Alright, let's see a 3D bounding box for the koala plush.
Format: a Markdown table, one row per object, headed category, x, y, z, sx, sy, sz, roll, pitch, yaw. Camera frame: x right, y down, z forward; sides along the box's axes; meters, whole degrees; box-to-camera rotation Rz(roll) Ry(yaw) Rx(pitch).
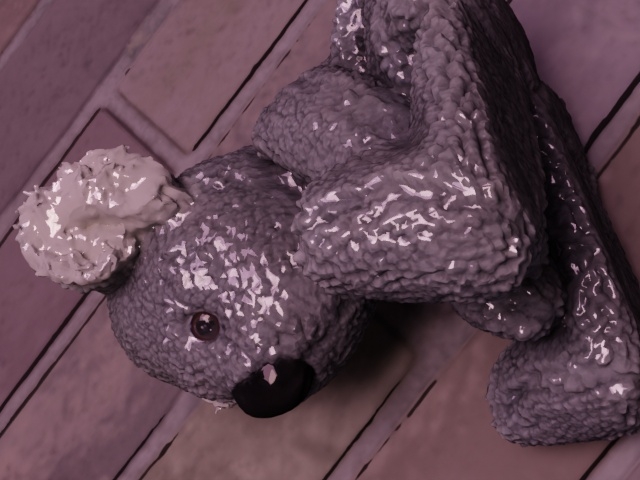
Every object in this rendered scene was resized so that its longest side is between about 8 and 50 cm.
| category | x | y | z | sx | sy | sz | roll | pitch | yaw |
| --- | --- | --- | --- | --- | --- | --- | --- | --- | --- |
| koala plush | 0.000 | 0.000 | 0.497 | 0.221 | 0.196 | 0.203 | -26 | 49 | 22 |
